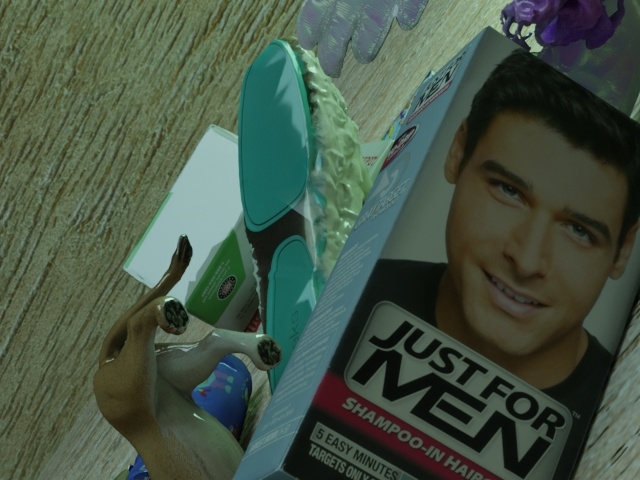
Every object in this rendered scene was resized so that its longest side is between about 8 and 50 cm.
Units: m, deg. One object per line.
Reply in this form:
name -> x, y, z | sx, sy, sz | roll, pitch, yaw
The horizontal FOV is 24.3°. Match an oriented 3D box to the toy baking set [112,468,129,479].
toy baking set -> -0.274, 0.364, 1.567 | 0.197, 0.030, 0.256 | -28, 31, 59

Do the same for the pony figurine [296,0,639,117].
pony figurine -> 0.181, -0.256, 1.182 | 0.351, 0.303, 0.363 | -61, 2, -7

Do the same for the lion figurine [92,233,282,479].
lion figurine -> -0.121, 0.206, 1.383 | 0.142, 0.392, 0.240 | -17, -4, -46

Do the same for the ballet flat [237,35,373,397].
ballet flat -> 0.000, 0.000, 1.478 | 0.147, 0.147, 0.408 | 138, 132, -58

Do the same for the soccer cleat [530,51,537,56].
soccer cleat -> 0.150, -0.056, 1.427 | 0.289, 0.093, 0.121 | -61, 17, -8

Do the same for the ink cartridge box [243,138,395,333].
ink cartridge box -> 0.037, 0.029, 1.645 | 0.272, 0.114, 0.197 | -58, 10, -3

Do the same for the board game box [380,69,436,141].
board game box -> 0.118, -0.127, 1.935 | 0.136, 0.035, 0.201 | -54, 11, 25

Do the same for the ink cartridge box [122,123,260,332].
ink cartridge box -> -0.076, 0.015, 1.782 | 0.201, 0.117, 0.278 | -59, -33, -3

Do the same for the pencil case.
pencil case -> -0.173, 0.265, 1.930 | 0.306, 0.133, 0.119 | -75, -14, -60

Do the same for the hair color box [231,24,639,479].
hair color box -> 0.104, 0.053, 1.049 | 0.374, 0.185, 0.113 | -64, 11, -27
